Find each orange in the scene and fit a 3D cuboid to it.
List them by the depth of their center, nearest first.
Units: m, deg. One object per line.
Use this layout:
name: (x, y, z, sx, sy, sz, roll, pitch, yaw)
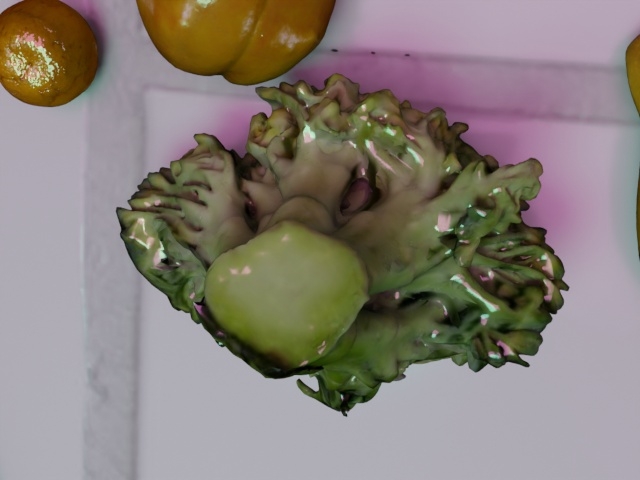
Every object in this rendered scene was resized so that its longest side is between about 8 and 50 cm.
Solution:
orange: (-0.215, -0.146, 0.616, 0.083, 0.070, 0.083, 2, 113, 5)

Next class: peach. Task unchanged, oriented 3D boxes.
peach: (-0.060, -0.173, 0.551, 0.138, 0.138, 0.138, 2, 101, 10)

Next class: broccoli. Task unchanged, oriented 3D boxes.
broccoli: (0.000, 0.000, 0.515, 0.288, 0.245, 0.247, -24, 87, 9)

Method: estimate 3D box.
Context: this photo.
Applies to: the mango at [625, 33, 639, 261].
mango: (0.285, -0.027, 0.524, 0.157, 0.109, 0.262, -19, 95, 18)
